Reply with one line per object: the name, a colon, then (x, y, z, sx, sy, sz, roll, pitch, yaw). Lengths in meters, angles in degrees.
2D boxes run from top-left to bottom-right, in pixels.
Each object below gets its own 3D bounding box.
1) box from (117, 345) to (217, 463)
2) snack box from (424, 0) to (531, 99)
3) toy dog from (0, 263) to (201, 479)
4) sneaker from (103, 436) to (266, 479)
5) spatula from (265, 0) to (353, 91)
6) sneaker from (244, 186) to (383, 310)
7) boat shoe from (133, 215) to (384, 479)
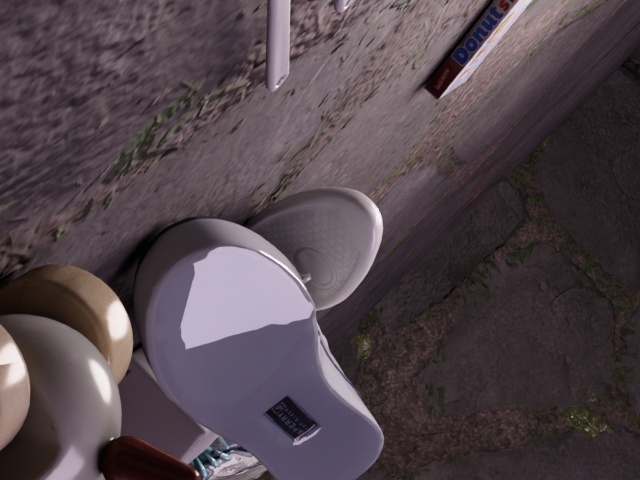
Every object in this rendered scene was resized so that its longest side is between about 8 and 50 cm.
box: (-0.138, 0.150, 1.227, 0.102, 0.101, 0.087, -51, 171, 36)
snack box: (0.167, -0.209, 1.274, 0.178, 0.022, 0.064, -51, 172, 37)
toy dog: (-0.173, 0.167, 0.706, 0.220, 0.161, 0.333, -45, 163, -49)
sneaker: (-0.150, 0.233, 1.471, 0.283, 0.110, 0.122, -21, 160, -40)
spatula: (0.013, -0.162, 0.688, 0.168, 0.019, 0.242, -50, 175, -11)
sneaker: (0.000, 0.000, 1.205, 0.147, 0.104, 0.296, -43, 179, -35)
boat shoe: (-0.060, 0.066, 1.071, 0.136, 0.156, 0.367, -35, 142, 1)
